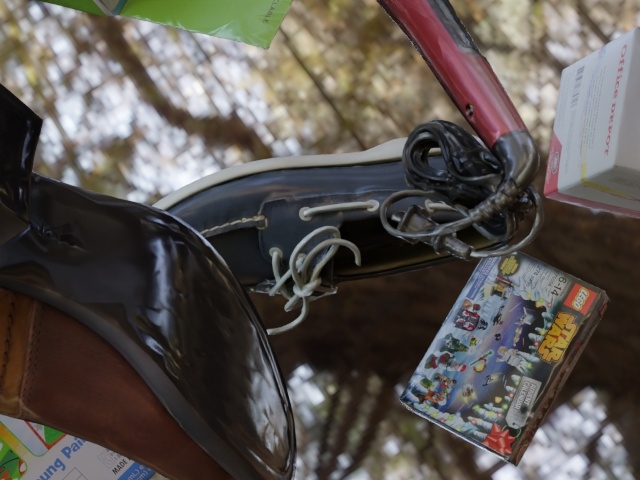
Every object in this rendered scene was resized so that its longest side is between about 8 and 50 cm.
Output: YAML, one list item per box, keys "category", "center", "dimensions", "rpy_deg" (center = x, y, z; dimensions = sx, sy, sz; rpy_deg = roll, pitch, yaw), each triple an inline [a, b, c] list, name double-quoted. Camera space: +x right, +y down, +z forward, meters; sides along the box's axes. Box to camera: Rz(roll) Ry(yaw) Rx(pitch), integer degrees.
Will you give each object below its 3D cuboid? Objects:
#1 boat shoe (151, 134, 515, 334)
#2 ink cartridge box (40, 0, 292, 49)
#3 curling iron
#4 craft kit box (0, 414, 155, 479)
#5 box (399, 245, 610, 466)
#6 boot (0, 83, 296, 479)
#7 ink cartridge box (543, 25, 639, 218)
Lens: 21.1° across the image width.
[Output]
- category: "boat shoe"
  center: [0.000, 0.000, 1.095]
  dimensions: [0.254, 0.079, 0.095]
  rpy_deg: [-11, -34, -16]
- category: "ink cartridge box"
  center: [-0.115, -0.250, 1.155]
  dimensions: [0.189, 0.255, 0.097]
  rpy_deg: [-64, -33, -17]
- category: "curling iron"
  center: [0.018, -0.104, 0.704]
  dimensions: [0.068, 0.274, 0.035]
  rpy_deg: [-36, -32, 20]
- category: "craft kit box"
  center: [-0.267, 0.141, 1.180]
  dimensions: [0.250, 0.246, 0.061]
  rpy_deg: [-45, 16, -13]
- category: "box"
  center: [0.130, 0.078, 1.207]
  dimensions: [0.137, 0.094, 0.027]
  rpy_deg: [-59, -27, -10]
- category: "boot"
  center: [-0.182, 0.071, 0.734]
  dimensions: [0.280, 0.096, 0.264]
  rpy_deg: [-29, -48, 27]
- category: "ink cartridge box"
  center: [0.292, -0.098, 1.516]
  dimensions: [0.127, 0.128, 0.176]
  rpy_deg: [12, -8, -10]
